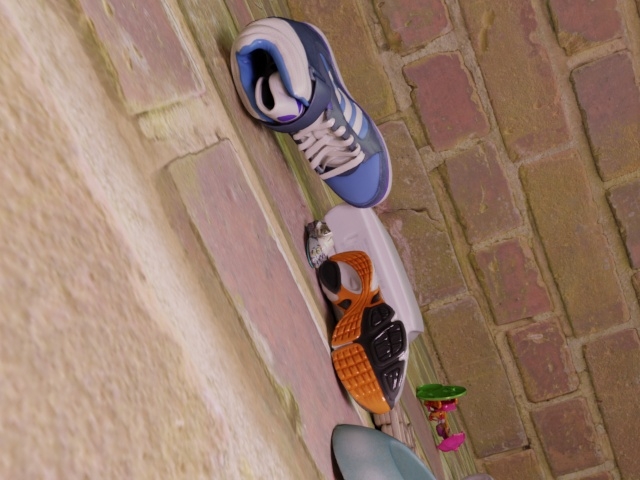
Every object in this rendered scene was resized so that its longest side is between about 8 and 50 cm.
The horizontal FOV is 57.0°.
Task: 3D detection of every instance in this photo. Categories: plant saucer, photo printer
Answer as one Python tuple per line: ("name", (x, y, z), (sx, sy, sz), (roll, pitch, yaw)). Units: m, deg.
("plant saucer", (0.091, 0.255, 0.592), (0.195, 0.037, 0.195), (47, 7, -7))
("photo printer", (0.107, 0.077, 1.104), (0.307, 0.107, 0.255), (37, 32, -73))

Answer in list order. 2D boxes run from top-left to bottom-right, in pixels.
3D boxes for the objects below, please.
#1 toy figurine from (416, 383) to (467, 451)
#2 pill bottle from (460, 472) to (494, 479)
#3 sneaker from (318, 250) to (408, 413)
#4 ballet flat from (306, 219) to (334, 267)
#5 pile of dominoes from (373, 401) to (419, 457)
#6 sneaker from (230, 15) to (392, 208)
("toy figurine", (0.320, 0.472, 1.552), (0.173, 0.130, 0.159), (167, -84, -74))
("pill bottle", (0.431, 0.717, 1.525), (0.108, 0.108, 0.193), (-43, 111, -81))
("sneaker", (0.069, 0.132, 0.800), (0.262, 0.100, 0.121), (-99, 169, -51))
("ballet flat", (0.000, 0.000, 0.869), (0.114, 0.041, 0.041), (-94, 161, -62))
("pile of dominoes", (0.115, 0.352, 0.798), (0.196, 0.040, 0.251), (60, 19, -56))
("sneaker", (-0.019, -0.162, 0.848), (0.322, 0.130, 0.236), (64, 28, -11))
